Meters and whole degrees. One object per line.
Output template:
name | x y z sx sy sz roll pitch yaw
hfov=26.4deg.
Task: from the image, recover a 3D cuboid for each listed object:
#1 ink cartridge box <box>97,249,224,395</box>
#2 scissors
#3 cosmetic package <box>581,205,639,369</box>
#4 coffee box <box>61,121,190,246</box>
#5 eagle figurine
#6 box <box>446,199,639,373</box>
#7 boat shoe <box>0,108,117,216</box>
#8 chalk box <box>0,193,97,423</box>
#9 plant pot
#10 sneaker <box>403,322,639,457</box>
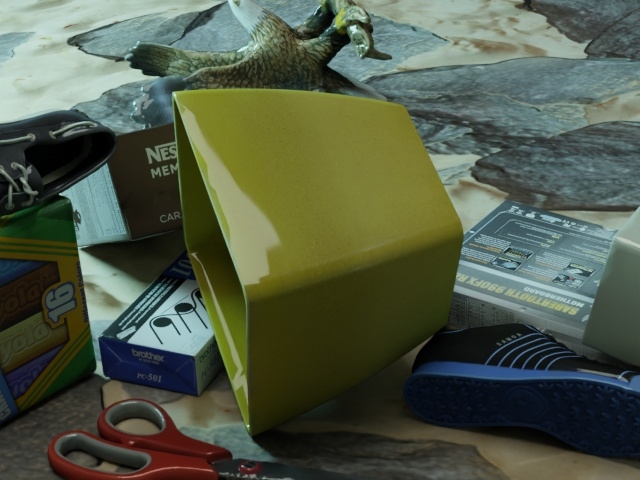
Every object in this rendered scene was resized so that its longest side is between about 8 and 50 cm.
ink cartridge box | -0.110 0.062 1.265 0.097 0.046 0.207 9 30 20
scissors | -0.076 0.185 1.065 0.297 0.021 0.109 14 30 27
cosmetic package | 0.384 0.067 1.069 0.310 0.113 0.160 25 37 22
coffee box | -0.162 -0.057 1.338 0.141 0.098 0.246 -16 4 -22
eagle figurine | -0.080 -0.216 1.688 0.298 0.225 0.226 -33 -16 5
box | 0.226 0.047 1.248 0.231 0.056 0.183 16 35 31
boat shoe | -0.247 -0.058 1.096 0.065 0.075 0.206 11 27 33
chalk box | -0.360 0.070 1.134 0.180 0.179 0.289 21 36 37
plant pot | 0.000 0.000 1.114 0.187 0.212 0.212 -14 55 -12
sneaker | 0.187 0.111 1.106 0.232 0.081 0.090 7 37 21
